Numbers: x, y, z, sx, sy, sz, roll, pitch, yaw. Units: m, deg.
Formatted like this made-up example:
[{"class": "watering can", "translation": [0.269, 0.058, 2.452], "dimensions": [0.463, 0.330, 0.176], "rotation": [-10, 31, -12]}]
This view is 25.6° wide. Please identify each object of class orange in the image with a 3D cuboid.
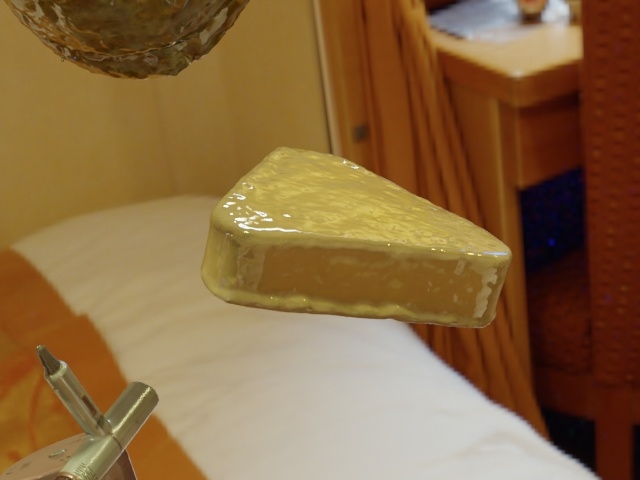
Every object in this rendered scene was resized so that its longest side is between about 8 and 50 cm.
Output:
[{"class": "orange", "translation": [-0.177, -0.298, 1.264], "dimensions": [0.271, 0.368, 0.210], "rotation": [-20, 36, -7]}]

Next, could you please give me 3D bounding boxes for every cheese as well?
[{"class": "cheese", "translation": [-0.001, -0.001, 1.721], "dimensions": [0.384, 0.104, 0.384], "rotation": [12, 21, -5]}]

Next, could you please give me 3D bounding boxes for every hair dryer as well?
[{"class": "hair dryer", "translation": [-0.245, 0.156, 1.476], "dimensions": [0.044, 0.183, 0.155], "rotation": [2, 35, 27]}]

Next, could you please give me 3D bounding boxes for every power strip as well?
[{"class": "power strip", "translation": [-0.290, 0.278, 1.626], "dimensions": [0.154, 0.078, 0.154], "rotation": [-21, 8, 3]}]
